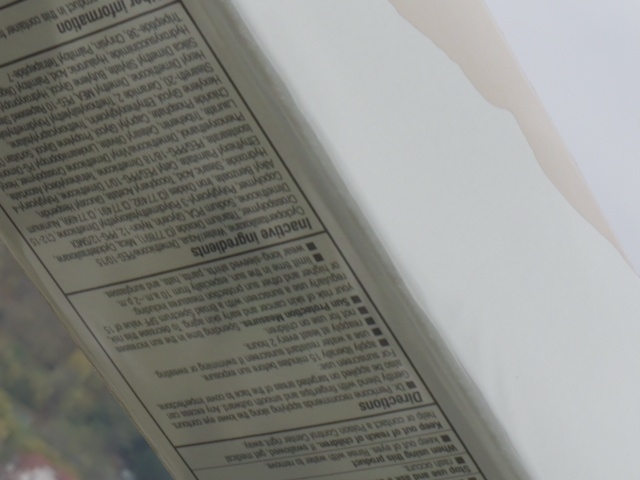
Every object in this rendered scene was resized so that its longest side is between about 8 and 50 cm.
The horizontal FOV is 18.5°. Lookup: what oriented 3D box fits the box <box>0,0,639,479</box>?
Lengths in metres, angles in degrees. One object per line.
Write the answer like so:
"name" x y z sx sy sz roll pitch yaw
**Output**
"box" 0.000 0.000 0.666 0.148 0.121 0.311 -12 -59 36
